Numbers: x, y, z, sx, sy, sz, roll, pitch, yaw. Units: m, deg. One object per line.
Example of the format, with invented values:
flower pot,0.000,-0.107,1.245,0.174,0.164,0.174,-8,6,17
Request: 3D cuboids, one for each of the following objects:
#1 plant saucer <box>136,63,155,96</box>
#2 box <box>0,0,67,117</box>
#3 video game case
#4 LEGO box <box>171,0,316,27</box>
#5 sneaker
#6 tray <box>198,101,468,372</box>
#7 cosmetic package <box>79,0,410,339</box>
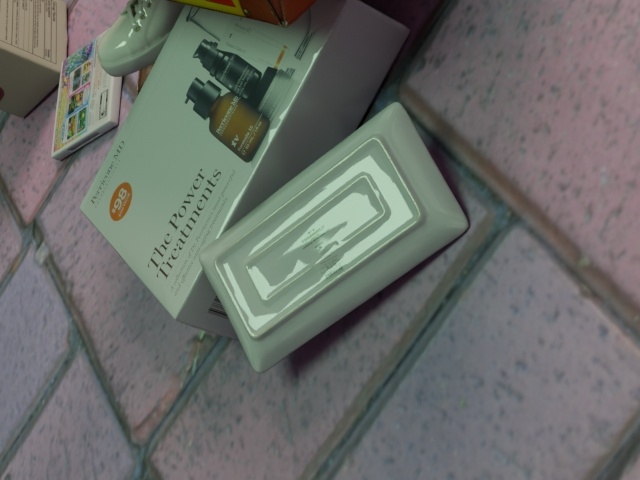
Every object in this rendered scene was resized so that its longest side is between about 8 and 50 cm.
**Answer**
plant saucer,-0.167,-0.222,1.727,0.168,0.029,0.168,-27,52,42
box,-0.491,-0.298,1.997,0.127,0.232,0.149,-35,47,36
video game case,-0.315,-0.203,1.911,0.143,0.019,0.157,-24,55,43
LEGO box,-0.102,-0.441,1.469,0.372,0.193,0.500,-45,38,-18
sneaker,-0.180,-0.321,1.669,0.290,0.123,0.106,-40,41,14
tray,0.000,0.000,1.334,0.270,0.030,0.145,-37,71,24
cosmetic package,-0.096,-0.125,1.530,0.377,0.097,0.284,-61,37,10
